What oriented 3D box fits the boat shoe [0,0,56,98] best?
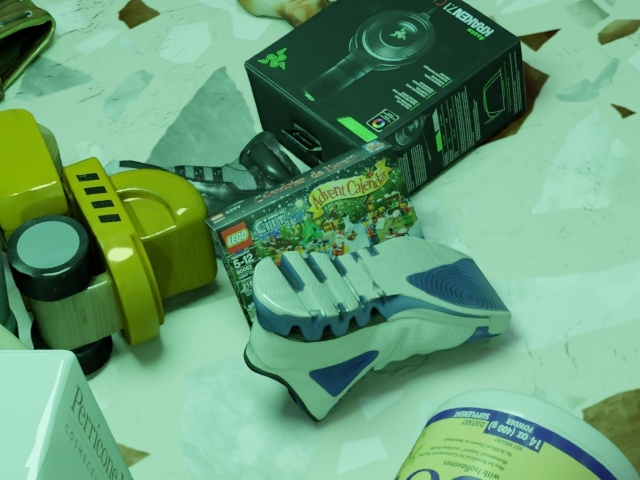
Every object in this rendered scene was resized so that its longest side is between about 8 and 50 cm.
[{"bbox_3d":[-0.489,-0.236,2.209,0.104,0.110,0.307,19,56,26],"label":"boat shoe"}]

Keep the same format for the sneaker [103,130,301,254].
[{"bbox_3d":[-0.133,-0.071,2.007,0.269,0.101,0.153,20,55,19],"label":"sneaker"}]

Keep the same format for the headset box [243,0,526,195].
[{"bbox_3d":[0.076,-0.193,2.046,0.283,0.131,0.246,-36,52,-18],"label":"headset box"}]

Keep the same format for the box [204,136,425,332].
[{"bbox_3d":[0.000,0.000,1.874,0.233,0.159,0.044,-26,25,-11],"label":"box"}]

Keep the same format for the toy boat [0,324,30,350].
[{"bbox_3d":[-0.434,0.202,1.771,0.318,0.267,0.148,-22,33,34],"label":"toy boat"}]

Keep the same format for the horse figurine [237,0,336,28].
[{"bbox_3d":[-0.045,-0.361,2.260,0.263,0.066,0.174,26,53,26],"label":"horse figurine"}]

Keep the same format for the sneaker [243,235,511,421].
[{"bbox_3d":[0.040,0.103,1.806,0.316,0.182,0.127,-1,44,-30],"label":"sneaker"}]

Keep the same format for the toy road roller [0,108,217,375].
[{"bbox_3d":[-0.269,-0.015,1.919,0.241,0.202,0.329,-20,50,-14],"label":"toy road roller"}]

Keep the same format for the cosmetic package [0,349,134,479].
[{"bbox_3d":[-0.385,0.352,1.535,0.328,0.329,0.393,-1,50,11],"label":"cosmetic package"}]

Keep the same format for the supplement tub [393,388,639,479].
[{"bbox_3d":[0.143,0.333,1.505,0.241,0.241,0.331,18,55,25],"label":"supplement tub"}]

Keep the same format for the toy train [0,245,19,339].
[{"bbox_3d":[-0.430,0.032,1.835,0.142,0.334,0.190,-29,63,-25],"label":"toy train"}]
